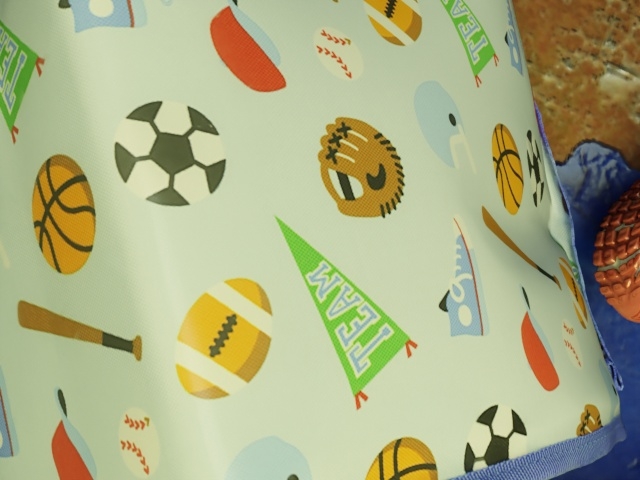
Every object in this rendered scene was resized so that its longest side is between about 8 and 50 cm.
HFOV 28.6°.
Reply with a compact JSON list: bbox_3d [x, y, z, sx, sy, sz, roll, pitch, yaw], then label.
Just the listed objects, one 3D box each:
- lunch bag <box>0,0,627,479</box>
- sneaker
[{"bbox_3d":[0.000,0.000,0.694,0.386,0.239,0.327,-8,80,-42],"label":"lunch bag"},{"bbox_3d":[0.260,-0.018,0.818,0.225,0.088,0.092,-44,102,-34],"label":"sneaker"}]
